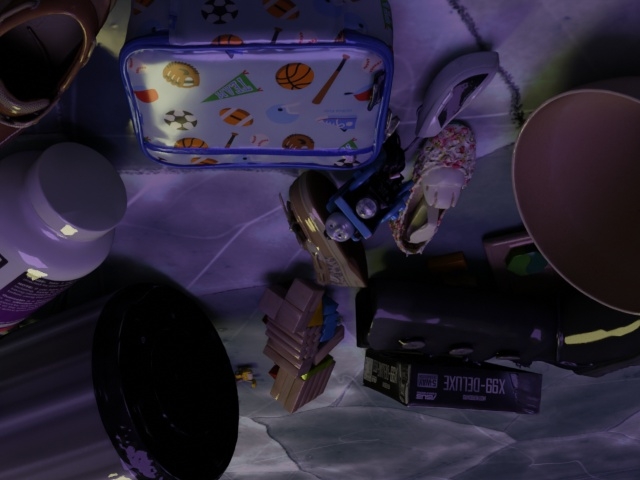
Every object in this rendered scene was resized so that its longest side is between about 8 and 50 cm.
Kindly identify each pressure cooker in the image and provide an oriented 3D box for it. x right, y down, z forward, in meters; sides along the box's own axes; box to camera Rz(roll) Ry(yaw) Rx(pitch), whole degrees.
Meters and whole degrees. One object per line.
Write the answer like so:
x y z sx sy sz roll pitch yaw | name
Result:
-0.393 0.295 1.277 0.420 0.375 0.369 -20 110 18 | pressure cooker

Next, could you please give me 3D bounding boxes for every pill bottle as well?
-0.403 -0.002 1.006 0.323 0.181 0.181 -29 138 34 | pill bottle

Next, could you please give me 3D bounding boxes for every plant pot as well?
0.402 -0.079 0.896 0.191 0.284 0.284 -29 156 -26 | plant pot

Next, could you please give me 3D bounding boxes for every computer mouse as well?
0.133 -0.161 0.893 0.042 0.106 0.193 34 123 -15 | computer mouse

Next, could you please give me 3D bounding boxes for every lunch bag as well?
-0.060 -0.169 0.838 0.303 0.115 0.243 2 148 -4 | lunch bag

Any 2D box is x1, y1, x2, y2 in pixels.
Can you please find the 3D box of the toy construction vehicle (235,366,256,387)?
-0.190 0.291 1.596 0.098 0.035 0.086 -6 135 1 | toy construction vehicle

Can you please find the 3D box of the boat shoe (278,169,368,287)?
0.000 0.000 1.098 0.089 0.104 0.285 -10 147 13 | boat shoe

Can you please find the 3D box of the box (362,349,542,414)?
0.234 0.261 1.406 0.243 0.076 0.307 6 175 -11 | box

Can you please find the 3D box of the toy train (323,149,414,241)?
0.059 -0.051 0.972 0.105 0.184 0.080 -40 95 23 | toy train

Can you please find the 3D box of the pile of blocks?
-0.043 0.165 1.369 0.113 0.149 0.362 34 144 25 | pile of blocks

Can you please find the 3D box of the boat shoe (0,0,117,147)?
-0.327 -0.184 0.791 0.123 0.119 0.324 23 139 -32 | boat shoe

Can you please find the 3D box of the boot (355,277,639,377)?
0.295 0.107 1.198 0.445 0.146 0.367 11 149 -3 | boot

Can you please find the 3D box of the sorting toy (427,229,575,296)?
0.347 0.052 1.250 0.307 0.041 0.229 -13 145 16 | sorting toy

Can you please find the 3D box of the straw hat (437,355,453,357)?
0.250 0.305 1.607 0.145 0.061 0.144 -1 147 -1 | straw hat

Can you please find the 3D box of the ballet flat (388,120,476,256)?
0.159 -0.060 1.041 0.091 0.077 0.241 5 145 -8 | ballet flat

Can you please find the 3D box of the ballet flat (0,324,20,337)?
-0.589 0.142 1.323 0.070 0.070 0.188 -22 145 27 | ballet flat
